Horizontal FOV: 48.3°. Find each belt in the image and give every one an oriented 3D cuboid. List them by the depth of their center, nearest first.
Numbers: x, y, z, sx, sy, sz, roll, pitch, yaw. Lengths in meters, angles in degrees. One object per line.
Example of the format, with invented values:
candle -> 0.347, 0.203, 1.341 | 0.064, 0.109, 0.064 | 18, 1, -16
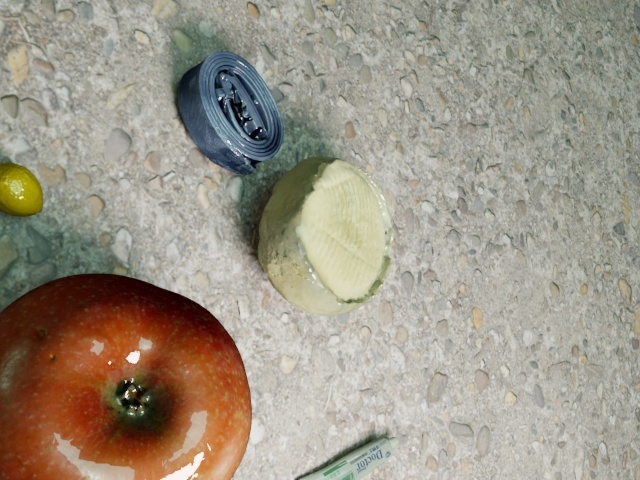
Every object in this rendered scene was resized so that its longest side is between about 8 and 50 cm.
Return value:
belt -> -0.143, -0.200, 1.141 | 0.141, 0.082, 0.190 | -40, 106, -39

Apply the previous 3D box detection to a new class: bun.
bun -> 0.000, 0.000, 1.174 | 0.259, 0.152, 0.259 | 11, 76, -49

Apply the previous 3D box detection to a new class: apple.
apple -> -0.250, 0.201, 0.843 | 0.349, 0.277, 0.348 | 12, 62, -24

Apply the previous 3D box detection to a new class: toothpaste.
toothpaste -> 0.054, 0.390, 1.220 | 0.218, 0.041, 0.064 | -20, 84, -36

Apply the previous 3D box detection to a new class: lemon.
lemon -> -0.401, -0.068, 0.928 | 0.092, 0.065, 0.065 | 50, 56, -31
